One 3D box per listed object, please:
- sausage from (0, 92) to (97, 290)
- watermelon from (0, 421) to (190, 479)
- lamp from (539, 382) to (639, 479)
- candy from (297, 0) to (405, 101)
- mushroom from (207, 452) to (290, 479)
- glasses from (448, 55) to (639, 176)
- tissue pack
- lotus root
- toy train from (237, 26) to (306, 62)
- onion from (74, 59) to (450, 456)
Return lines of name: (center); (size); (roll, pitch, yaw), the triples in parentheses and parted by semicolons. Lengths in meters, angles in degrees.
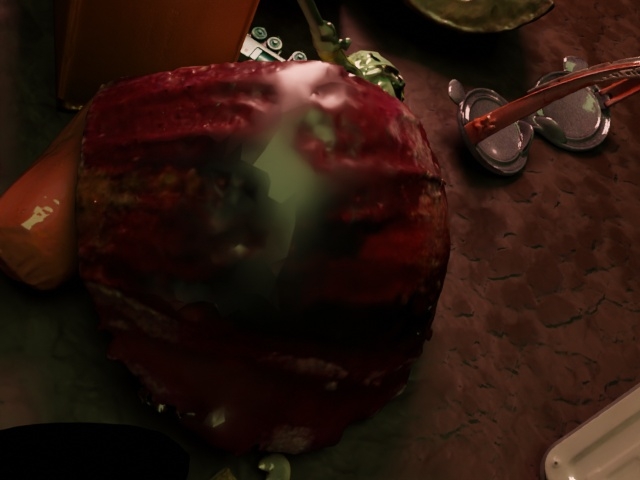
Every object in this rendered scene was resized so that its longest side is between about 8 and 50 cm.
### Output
sausage: (-0.174, -0.045, 0.557); (0.077, 0.077, 0.194); (27, 50, -4)
watermelon: (-0.152, 0.165, 0.415); (0.121, 0.098, 0.158); (25, 56, -5)
lamp: (0.297, 0.172, 0.457); (0.047, 0.266, 0.269); (38, 17, -34)
candy: (0.004, -0.173, 0.600); (0.083, 0.305, 0.091); (32, 79, 29)
mushroom: (-0.058, 0.175, 0.491); (0.101, 0.019, 0.049); (-32, 73, -36)
glasses: (0.284, -0.163, 0.716); (0.234, 0.268, 0.118); (-16, 84, -33)
tissue pack: (-0.151, -0.273, 0.644); (0.145, 0.194, 0.274); (0, 59, -23)
lotus root: (0.145, -0.361, 0.877); (0.210, 0.142, 0.314); (34, 36, -36)
toy train: (-0.041, -0.172, 0.729); (0.092, 0.029, 0.045); (33, 59, 0)
onion: (0.000, 0.000, 0.531); (0.314, 0.146, 0.280); (8, 62, -35)
